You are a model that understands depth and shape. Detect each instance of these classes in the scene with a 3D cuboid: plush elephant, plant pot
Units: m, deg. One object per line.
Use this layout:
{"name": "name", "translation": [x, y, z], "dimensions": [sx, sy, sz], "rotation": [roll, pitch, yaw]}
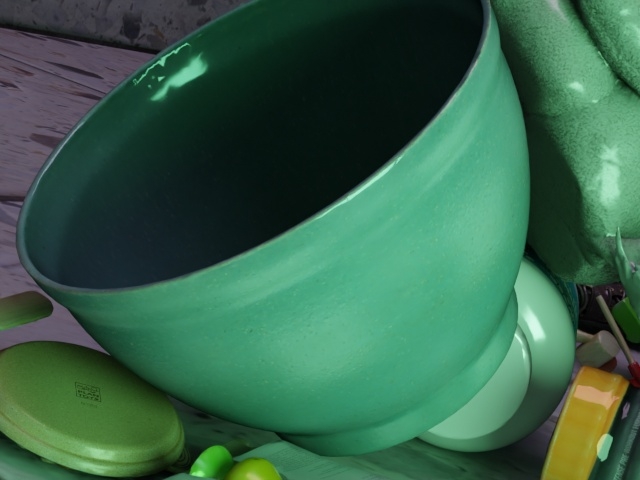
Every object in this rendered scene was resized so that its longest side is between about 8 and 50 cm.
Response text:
{"name": "plush elephant", "translation": [0.255, -0.086, 0.949], "dimensions": [0.255, 0.272, 0.330], "rotation": [-19, 49, -16]}
{"name": "plant pot", "translation": [0.000, 0.000, 0.819], "dimensions": [0.293, 0.293, 0.196], "rotation": [32, -24, 57]}

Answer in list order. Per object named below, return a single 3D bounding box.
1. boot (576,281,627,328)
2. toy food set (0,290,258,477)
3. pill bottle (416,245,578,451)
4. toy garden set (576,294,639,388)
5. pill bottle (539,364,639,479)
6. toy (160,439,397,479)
{"name": "boot", "translation": [0.322, 0.075, 1.501], "dimensions": [0.229, 0.091, 0.263], "rotation": [10, 1, -26]}
{"name": "toy food set", "translation": [-0.134, 0.100, 0.792], "dimensions": [0.192, 0.039, 0.132], "rotation": [32, 21, 21]}
{"name": "pill bottle", "translation": [0.113, 0.067, 1.022], "dimensions": [0.146, 0.146, 0.264], "rotation": [17, 11, 9]}
{"name": "toy garden set", "translation": [0.264, 0.056, 1.333], "dimensions": [0.204, 0.049, 0.244], "rotation": [-22, 75, -51]}
{"name": "pill bottle", "translation": [0.254, 0.152, 0.818], "dimensions": [0.245, 0.130, 0.130], "rotation": [19, 10, 17]}
{"name": "toy", "translation": [0.037, 0.157, 0.669], "dimensions": [0.237, 0.056, 0.137], "rotation": [16, 12, 31]}
